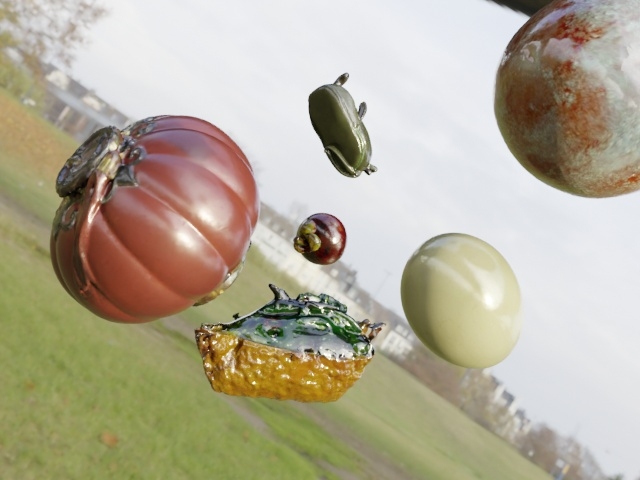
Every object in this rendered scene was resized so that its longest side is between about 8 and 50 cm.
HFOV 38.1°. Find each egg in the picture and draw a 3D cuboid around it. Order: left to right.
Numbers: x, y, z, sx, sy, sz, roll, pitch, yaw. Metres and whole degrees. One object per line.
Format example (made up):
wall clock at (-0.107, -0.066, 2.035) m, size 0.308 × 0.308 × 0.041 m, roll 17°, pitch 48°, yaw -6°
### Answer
egg at (0.228, 0.098, 1.473) m, size 0.241 × 0.186 × 0.186 m, roll 55°, pitch -16°, yaw -28°

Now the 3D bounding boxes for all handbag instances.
handbag at (0.023, -0.117, 0.991) m, size 0.072 × 0.047 × 0.111 m, roll -23°, pitch -88°, yaw 47°

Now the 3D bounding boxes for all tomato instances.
tomato at (0.416, -0.217, 1.372) m, size 0.317 × 0.316 × 0.282 m, roll 34°, pitch -9°, yaw -5°

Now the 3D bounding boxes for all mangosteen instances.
mangosteen at (0.001, -0.001, 1.372) m, size 0.081 × 0.081 × 0.081 m, roll 33°, pitch -6°, yaw 4°

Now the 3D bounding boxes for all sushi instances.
sushi at (-0.054, 0.139, 1.274) m, size 0.287 × 0.140 × 0.149 m, roll 11°, pitch 21°, yaw -24°

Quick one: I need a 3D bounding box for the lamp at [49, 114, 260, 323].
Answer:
lamp at (-0.223, -0.030, 1.242) m, size 0.257 × 0.303 × 0.303 m, roll 45°, pitch -11°, yaw -28°
